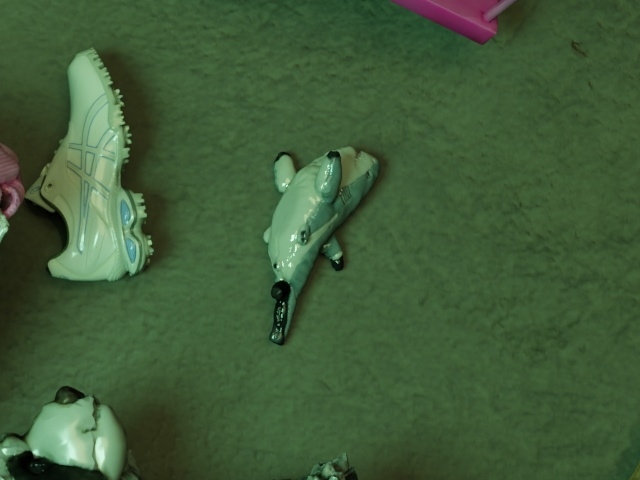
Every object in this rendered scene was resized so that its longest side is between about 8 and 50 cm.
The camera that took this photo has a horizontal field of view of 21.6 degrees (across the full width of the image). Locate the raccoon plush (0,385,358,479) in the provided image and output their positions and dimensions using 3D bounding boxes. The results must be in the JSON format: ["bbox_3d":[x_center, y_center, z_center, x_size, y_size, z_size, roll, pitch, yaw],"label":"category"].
[{"bbox_3d":[-0.112,0.316,1.072,0.299,0.216,0.447,-4,76,-6],"label":"raccoon plush"}]

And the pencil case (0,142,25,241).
[{"bbox_3d":[-0.321,0.096,1.046,0.160,0.167,0.386,21,92,-29],"label":"pencil case"}]

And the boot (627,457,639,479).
[{"bbox_3d":[0.335,0.208,1.256,0.236,0.089,0.269,44,67,-4],"label":"boot"}]

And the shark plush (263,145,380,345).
[{"bbox_3d":[0.000,0.000,1.257,0.067,0.073,0.161,29,62,-36],"label":"shark plush"}]

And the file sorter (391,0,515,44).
[{"bbox_3d":[0.058,-0.319,1.224,0.290,0.182,0.202,22,54,-26],"label":"file sorter"}]

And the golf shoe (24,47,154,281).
[{"bbox_3d":[-0.177,-0.055,1.226,0.086,0.069,0.176,-10,76,-9],"label":"golf shoe"}]
